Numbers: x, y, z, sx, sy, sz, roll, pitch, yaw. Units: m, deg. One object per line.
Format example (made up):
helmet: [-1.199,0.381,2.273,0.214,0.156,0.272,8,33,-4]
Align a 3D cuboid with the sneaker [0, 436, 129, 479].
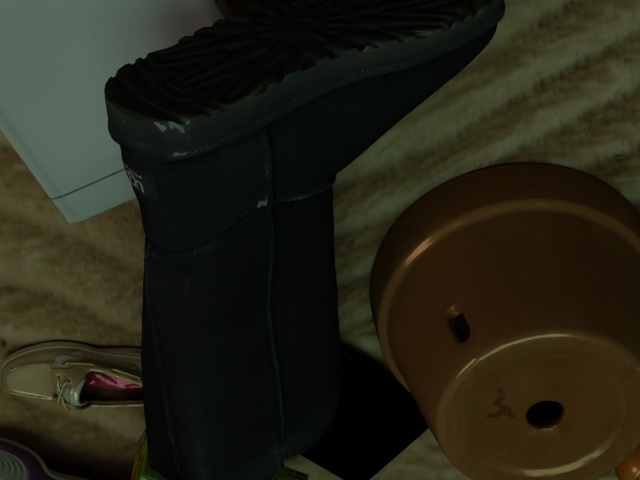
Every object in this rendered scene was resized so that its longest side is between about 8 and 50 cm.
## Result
sneaker: [-0.270,0.312,1.498,0.305,0.114,0.152,28,143,-3]

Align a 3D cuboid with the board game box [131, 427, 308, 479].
board game box: [-0.103,0.256,1.427,0.181,0.092,0.043,23,120,-14]

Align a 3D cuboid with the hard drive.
hard drive: [-0.208,-0.194,1.187,0.233,0.047,0.353,-22,123,13]

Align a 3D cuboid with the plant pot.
plant pot: [0.199,0.102,1.318,0.291,0.203,0.290,-2,126,-2]

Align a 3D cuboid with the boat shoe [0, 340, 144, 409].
boat shoe: [-0.245,0.143,1.413,0.170,0.059,0.063,-2,125,-1]

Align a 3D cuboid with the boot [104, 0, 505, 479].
boot: [-0.002,0.001,1.229,0.367,0.146,0.445,-24,132,-23]

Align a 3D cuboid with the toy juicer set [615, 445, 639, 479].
toy juicer set: [0.345,0.353,1.578,0.209,0.089,0.329,-20,116,-4]

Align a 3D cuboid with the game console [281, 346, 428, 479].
game console: [-0.069,0.241,1.500,0.213,0.044,0.361,33,118,-23]
